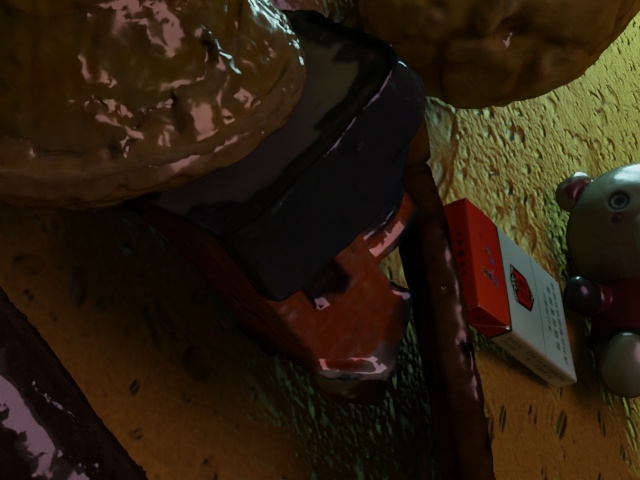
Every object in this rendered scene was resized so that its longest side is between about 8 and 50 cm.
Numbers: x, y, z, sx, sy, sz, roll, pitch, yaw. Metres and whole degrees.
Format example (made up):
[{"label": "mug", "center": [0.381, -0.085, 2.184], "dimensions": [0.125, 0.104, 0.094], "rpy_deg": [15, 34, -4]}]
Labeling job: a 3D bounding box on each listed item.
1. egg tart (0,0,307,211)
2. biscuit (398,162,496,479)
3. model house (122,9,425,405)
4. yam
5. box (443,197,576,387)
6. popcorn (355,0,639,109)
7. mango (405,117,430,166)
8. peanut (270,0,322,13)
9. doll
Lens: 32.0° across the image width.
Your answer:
[{"label": "egg tart", "center": [-0.163, -0.147, 0.708], "dimensions": [0.319, 0.319, 0.128], "rpy_deg": [-63, 161, -47]}, {"label": "biscuit", "center": [0.109, 0.109, 0.971], "dimensions": [0.359, 0.046, 0.359], "rpy_deg": [-10, 90, -87]}, {"label": "model house", "center": [0.000, 0.000, 0.865], "dimensions": [0.190, 0.271, 0.301], "rpy_deg": [-44, 124, -16]}, {"label": "yam", "center": [-0.205, 0.102, 0.656], "dimensions": [0.279, 0.131, 0.131], "rpy_deg": [56, 37, -11]}, {"label": "box", "center": [0.213, 0.063, 1.241], "dimensions": [0.245, 0.035, 0.139], "rpy_deg": [38, 40, -45]}, {"label": "popcorn", "center": [0.214, -0.331, 1.247], "dimensions": [0.354, 0.344, 0.390], "rpy_deg": [24, 62, -62]}, {"label": "mango", "center": [0.024, -0.113, 1.046], "dimensions": [0.120, 0.152, 0.221], "rpy_deg": [-68, 162, -3]}, {"label": "peanut", "center": [-0.088, -0.218, 1.018], "dimensions": [0.214, 0.099, 0.099], "rpy_deg": [5, 66, -45]}, {"label": "doll", "center": [0.415, 0.058, 1.413], "dimensions": [0.174, 0.235, 0.329], "rpy_deg": [90, 4, -66]}]
